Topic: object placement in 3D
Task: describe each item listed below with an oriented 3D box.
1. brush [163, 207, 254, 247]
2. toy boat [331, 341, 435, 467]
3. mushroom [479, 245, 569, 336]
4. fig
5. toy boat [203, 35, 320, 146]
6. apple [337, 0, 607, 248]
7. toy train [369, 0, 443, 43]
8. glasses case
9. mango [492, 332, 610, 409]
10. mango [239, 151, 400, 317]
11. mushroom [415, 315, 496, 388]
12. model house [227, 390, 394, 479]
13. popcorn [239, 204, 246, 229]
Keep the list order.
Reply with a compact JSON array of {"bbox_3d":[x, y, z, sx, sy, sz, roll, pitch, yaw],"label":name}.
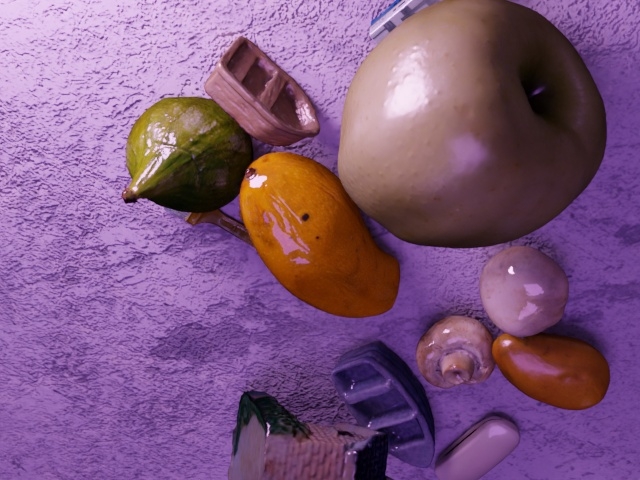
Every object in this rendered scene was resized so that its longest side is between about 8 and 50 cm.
[{"bbox_3d":[-0.160,-0.027,1.791,0.218,0.010,0.082,31,125,-10],"label":"brush"},{"bbox_3d":[0.131,0.311,1.925,0.127,0.078,0.283,-24,117,25],"label":"toy boat"},{"bbox_3d":[0.336,0.081,1.696,0.154,0.122,0.154,12,109,38],"label":"mushroom"},{"bbox_3d":[-0.217,-0.110,1.608,0.203,0.235,0.203,7,122,11],"label":"fig"},{"bbox_3d":[-0.085,-0.213,1.580,0.188,0.116,0.061,42,127,-14],"label":"toy boat"},{"bbox_3d":[0.200,-0.154,1.422,0.357,0.357,0.357,6,126,8],"label":"apple"},{"bbox_3d":[0.169,-0.354,1.460,0.052,0.051,0.234,41,123,-21],"label":"toy train"},{"bbox_3d":[0.295,0.403,1.968,0.081,0.051,0.204,34,125,-13],"label":"glasses case"},{"bbox_3d":[0.394,0.214,1.769,0.227,0.109,0.147,29,140,-20],"label":"mango"},{"bbox_3d":[-0.001,0.004,1.676,0.144,0.187,0.359,4,137,55],"label":"mango"},{"bbox_3d":[0.235,0.196,1.798,0.148,0.112,0.148,5,134,5],"label":"mushroom"},{"bbox_3d":[-0.015,0.425,1.928,0.284,0.298,0.243,10,90,-15],"label":"model house"},{"bbox_3d":[-0.103,-0.047,1.742,0.084,0.084,0.084,6,126,8],"label":"popcorn"}]
